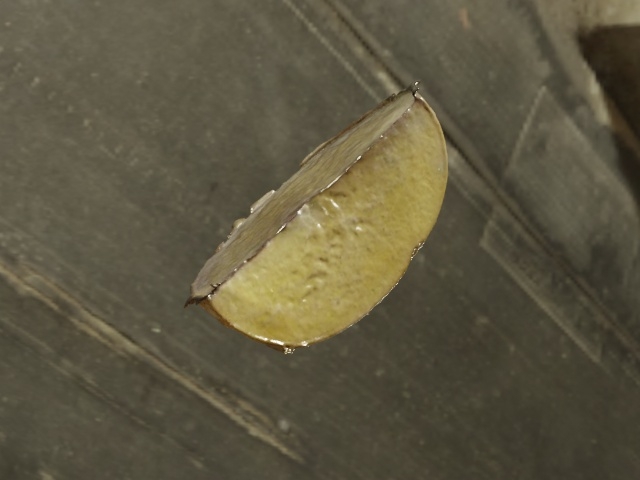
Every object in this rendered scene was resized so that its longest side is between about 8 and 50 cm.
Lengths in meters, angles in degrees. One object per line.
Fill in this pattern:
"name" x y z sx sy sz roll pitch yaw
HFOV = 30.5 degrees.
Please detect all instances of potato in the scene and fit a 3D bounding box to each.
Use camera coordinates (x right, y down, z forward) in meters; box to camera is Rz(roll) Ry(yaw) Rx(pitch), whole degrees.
"potato" 0.000 0.000 0.865 0.243 0.138 0.098 -44 103 -22
